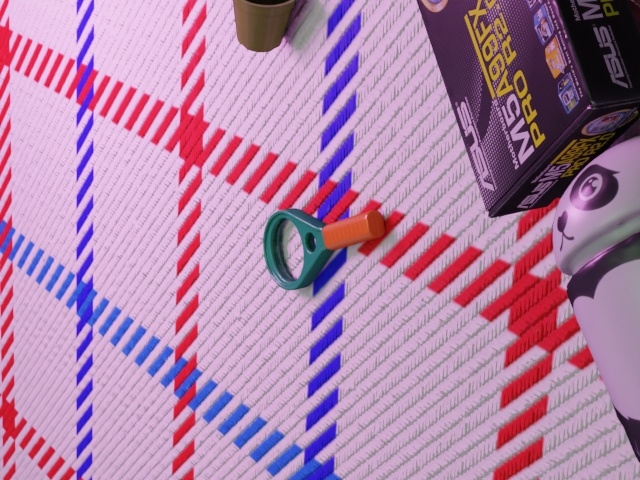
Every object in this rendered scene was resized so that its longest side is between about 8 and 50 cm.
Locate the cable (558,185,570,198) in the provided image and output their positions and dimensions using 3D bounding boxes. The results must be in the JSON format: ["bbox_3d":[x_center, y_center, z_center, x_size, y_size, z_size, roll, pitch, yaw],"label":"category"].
[{"bbox_3d":[0.227,-0.114,1.169,0.184,0.047,0.150,-18,77,63],"label":"cable"}]

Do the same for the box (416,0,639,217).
[{"bbox_3d":[0.153,-0.181,1.137,0.216,0.060,0.270,127,130,-65],"label":"box"}]

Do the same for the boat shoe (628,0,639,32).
[{"bbox_3d":[0.227,-0.213,1.110,0.207,0.073,0.073,50,139,41],"label":"boat shoe"}]

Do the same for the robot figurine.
[{"bbox_3d":[0.268,0.056,1.007,0.209,0.173,0.278,-28,70,24],"label":"robot figurine"}]

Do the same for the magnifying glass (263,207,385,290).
[{"bbox_3d":[0.000,0.000,1.580,0.231,0.026,0.092,-17,82,60],"label":"magnifying glass"}]

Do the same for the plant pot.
[{"bbox_3d":[-0.063,-0.250,1.580,0.083,0.083,0.079,57,154,34],"label":"plant pot"}]
